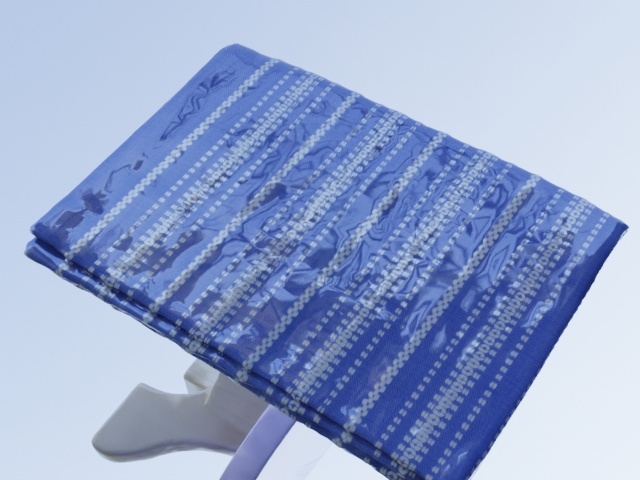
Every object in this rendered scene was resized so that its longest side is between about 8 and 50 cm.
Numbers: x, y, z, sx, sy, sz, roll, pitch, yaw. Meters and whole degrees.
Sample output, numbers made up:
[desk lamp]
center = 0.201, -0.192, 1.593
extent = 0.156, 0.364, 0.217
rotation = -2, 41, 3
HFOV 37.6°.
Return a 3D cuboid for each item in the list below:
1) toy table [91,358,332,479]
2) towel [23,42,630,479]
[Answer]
[toy table]
center = -0.063, 0.129, 0.863
extent = 0.161, 0.274, 0.252
rotation = 31, -38, 18
[towel]
center = 0.000, 0.000, 0.628
extent = 0.336, 0.243, 0.040
rotation = 28, -30, 20
